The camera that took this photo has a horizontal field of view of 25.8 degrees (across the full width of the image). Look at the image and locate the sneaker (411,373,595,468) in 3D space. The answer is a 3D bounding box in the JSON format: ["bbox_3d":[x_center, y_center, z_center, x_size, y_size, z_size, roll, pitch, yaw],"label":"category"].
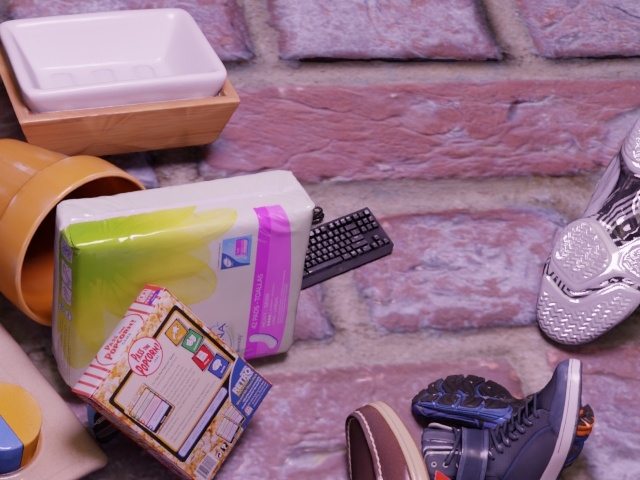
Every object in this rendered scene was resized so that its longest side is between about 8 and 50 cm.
[{"bbox_3d":[0.215,0.225,1.685,0.221,0.087,0.083,12,22,17],"label":"sneaker"}]

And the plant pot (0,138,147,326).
[{"bbox_3d":[-0.339,-0.029,1.686,0.188,0.205,0.205,32,49,32],"label":"plant pot"}]

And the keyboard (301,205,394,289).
[{"bbox_3d":[0.000,0.000,1.852,0.180,0.023,0.108,-21,59,-29],"label":"keyboard"}]

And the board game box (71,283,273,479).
[{"bbox_3d":[-0.161,0.164,1.554,0.193,0.045,0.147,47,67,-31],"label":"board game box"}]

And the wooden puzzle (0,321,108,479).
[{"bbox_3d":[-0.447,0.182,1.511,0.348,0.080,0.322,-23,60,-41],"label":"wooden puzzle"}]

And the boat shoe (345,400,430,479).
[{"bbox_3d":[0.056,0.333,1.532,0.123,0.123,0.342,0,58,-17],"label":"boat shoe"}]

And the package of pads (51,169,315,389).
[{"bbox_3d":[-0.165,0.049,1.634,0.296,0.229,0.101,-8,40,-23],"label":"package of pads"}]

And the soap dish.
[{"bbox_3d":[-0.279,-0.208,1.859,0.291,0.118,0.229,-8,38,-21],"label":"soap dish"}]

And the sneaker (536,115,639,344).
[{"bbox_3d":[0.413,-0.010,1.902,0.137,0.210,0.366,30,85,11],"label":"sneaker"}]

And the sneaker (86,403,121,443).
[{"bbox_3d":[-0.182,0.200,1.619,0.188,0.067,0.078,-3,89,-30],"label":"sneaker"}]

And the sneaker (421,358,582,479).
[{"bbox_3d":[0.204,0.220,1.599,0.163,0.226,0.086,17,25,4],"label":"sneaker"}]

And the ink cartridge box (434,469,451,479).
[{"bbox_3d":[0.207,0.374,1.501,0.232,0.066,0.189,43,41,-31],"label":"ink cartridge box"}]
